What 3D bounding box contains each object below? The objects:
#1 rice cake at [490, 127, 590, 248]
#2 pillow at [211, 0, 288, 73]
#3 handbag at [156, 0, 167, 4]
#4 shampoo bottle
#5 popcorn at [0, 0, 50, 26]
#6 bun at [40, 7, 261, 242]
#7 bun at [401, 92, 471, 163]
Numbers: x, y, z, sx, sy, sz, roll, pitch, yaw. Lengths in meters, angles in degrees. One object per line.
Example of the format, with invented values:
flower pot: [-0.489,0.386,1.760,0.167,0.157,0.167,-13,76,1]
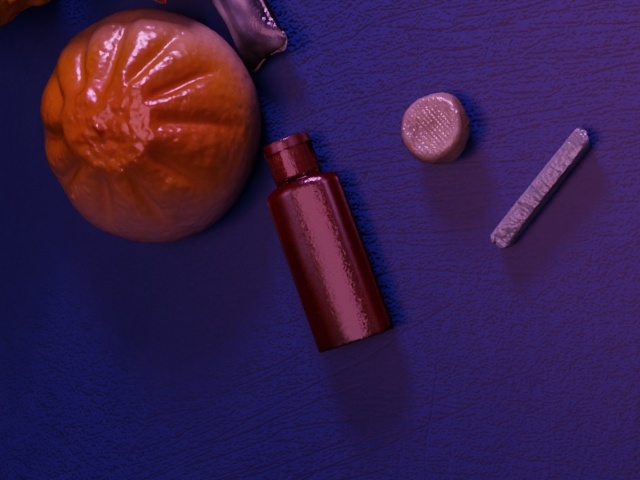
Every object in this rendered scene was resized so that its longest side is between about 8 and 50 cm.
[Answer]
rice cake: [0.254,-0.060,1.702,0.029,0.033,0.171,42,111,17]
pillow: [-0.092,-0.278,1.812,0.091,0.055,0.136,-26,85,26]
handbag: [-0.251,-0.372,1.790,0.190,0.127,0.063,25,129,-9]
shampoo bottle: [0.000,0.000,1.801,0.102,0.064,0.260,-21,88,24]
popcorn: [-0.481,-0.362,1.841,0.316,0.297,0.281,16,102,-10]
bun: [-0.228,-0.141,1.829,0.299,0.165,0.299,2,95,23]
bun: [0.137,-0.128,1.734,0.086,0.055,0.086,-4,81,24]
